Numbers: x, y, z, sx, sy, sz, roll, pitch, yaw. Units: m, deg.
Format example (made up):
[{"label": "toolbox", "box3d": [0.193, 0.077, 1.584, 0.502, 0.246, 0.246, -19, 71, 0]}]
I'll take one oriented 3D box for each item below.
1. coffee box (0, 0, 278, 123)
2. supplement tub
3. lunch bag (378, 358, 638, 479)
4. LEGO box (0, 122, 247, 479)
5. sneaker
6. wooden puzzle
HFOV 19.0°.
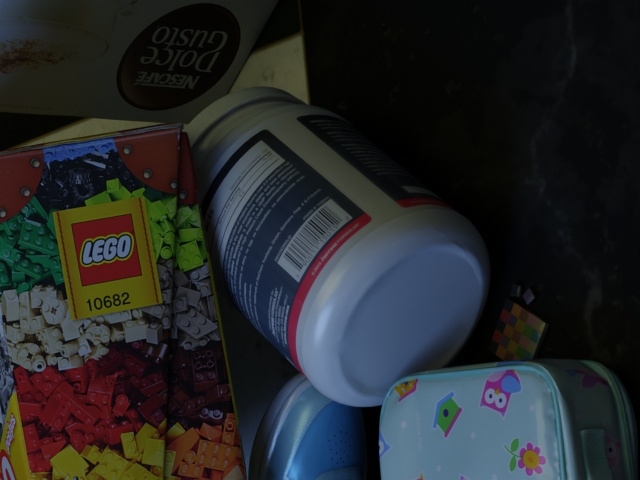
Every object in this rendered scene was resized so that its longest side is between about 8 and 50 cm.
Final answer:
[{"label": "coffee box", "box3d": [-0.240, -0.344, 1.844, 0.338, 0.337, 0.334, 54, 126, 33]}, {"label": "supplement tub", "box3d": [0.000, 0.000, 1.666, 0.272, 0.191, 0.191, 42, 118, 41]}, {"label": "lunch bag", "box3d": [0.159, 0.236, 1.538, 0.224, 0.108, 0.279, -12, 79, 45]}, {"label": "LEGO box", "box3d": [-0.256, 0.106, 1.794, 0.500, 0.193, 0.373, 173, 87, -68]}, {"label": "sneaker", "box3d": [0.035, 0.282, 1.667, 0.208, 0.127, 0.319, 23, 114, 49]}, {"label": "wooden puzzle", "box3d": [0.167, 0.080, 1.612, 0.049, 0.006, 0.083, 35, 114, 43]}]
